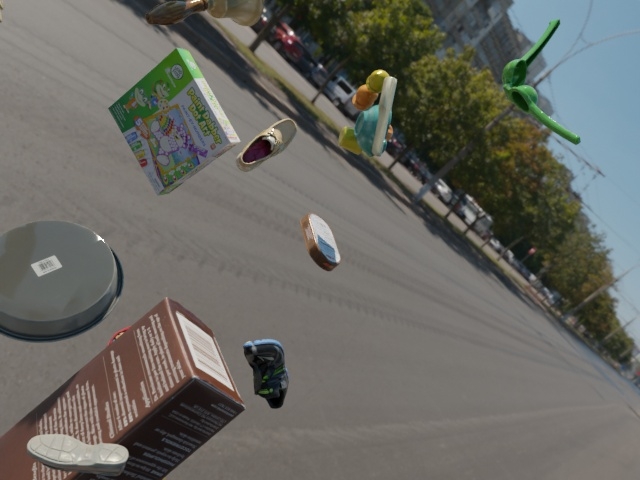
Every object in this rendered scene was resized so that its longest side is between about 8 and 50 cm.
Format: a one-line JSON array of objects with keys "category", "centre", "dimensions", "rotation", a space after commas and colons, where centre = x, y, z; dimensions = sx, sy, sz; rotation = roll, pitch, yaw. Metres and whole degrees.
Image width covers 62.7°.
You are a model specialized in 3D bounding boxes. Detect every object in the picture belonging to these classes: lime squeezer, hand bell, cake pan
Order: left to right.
[{"category": "cake pan", "centre": [-0.567, 0.070, 1.099], "dimensions": [0.293, 0.054, 0.293], "rotation": [11, 50, -14]}, {"category": "hand bell", "centre": [-0.235, -0.452, 1.006], "dimensions": [0.126, 0.126, 0.242], "rotation": [47, 50, 5]}, {"category": "lime squeezer", "centre": [0.381, -0.271, 0.932], "dimensions": [0.059, 0.109, 0.310], "rotation": [71, 23, -53]}]

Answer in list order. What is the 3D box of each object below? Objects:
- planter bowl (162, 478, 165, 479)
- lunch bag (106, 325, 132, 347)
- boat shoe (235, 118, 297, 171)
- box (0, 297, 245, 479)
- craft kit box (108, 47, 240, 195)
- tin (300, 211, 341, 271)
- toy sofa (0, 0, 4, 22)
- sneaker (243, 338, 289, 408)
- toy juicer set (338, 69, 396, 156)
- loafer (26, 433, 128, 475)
[{"category": "planter bowl", "centre": [-0.432, 0.518, 1.161], "dimensions": [0.217, 0.217, 0.090], "rotation": [50, -6, 18]}, {"category": "lunch bag", "centre": [-0.412, 0.353, 1.414], "dimensions": [0.258, 0.120, 0.293], "rotation": [-17, 76, -35]}, {"category": "boat shoe", "centre": [-0.117, -0.218, 1.190], "dimensions": [0.063, 0.170, 0.059], "rotation": [48, -10, -8]}, {"category": "box", "centre": [-0.322, 0.295, 0.825], "dimensions": [0.143, 0.381, 0.191], "rotation": [52, 0, -43]}, {"category": "craft kit box", "centre": [-0.348, -0.273, 1.240], "dimensions": [0.250, 0.246, 0.061], "rotation": [60, 20, 1]}, {"category": "tin", "centre": [0.000, 0.000, 1.429], "dimensions": [0.106, 0.040, 0.190], "rotation": [25, 34, -38]}, {"category": "toy sofa", "centre": [-0.682, -0.525, 0.854], "dimensions": [0.362, 0.150, 0.177], "rotation": [93, -21, -65]}, {"category": "sneaker", "centre": [-0.095, 0.248, 0.976], "dimensions": [0.078, 0.067, 0.188], "rotation": [-94, 173, -47]}, {"category": "toy juicer set", "centre": [0.145, -0.305, 1.274], "dimensions": [0.089, 0.209, 0.329], "rotation": [15, 9, -15]}, {"category": "loafer", "centre": [-0.320, 0.288, 0.690], "dimensions": [0.125, 0.039, 0.045], "rotation": [14, 25, -13]}]
